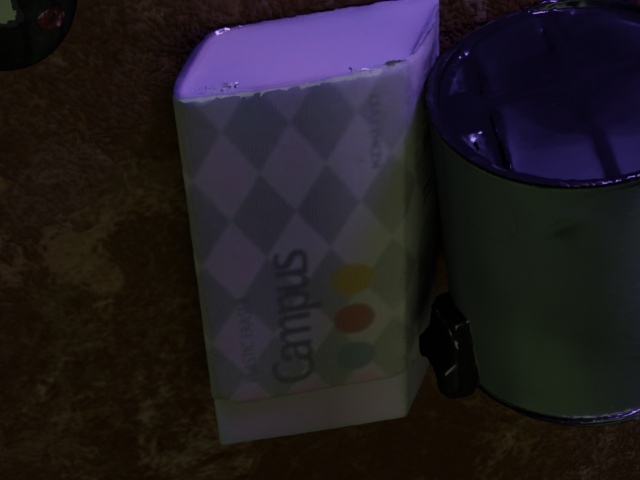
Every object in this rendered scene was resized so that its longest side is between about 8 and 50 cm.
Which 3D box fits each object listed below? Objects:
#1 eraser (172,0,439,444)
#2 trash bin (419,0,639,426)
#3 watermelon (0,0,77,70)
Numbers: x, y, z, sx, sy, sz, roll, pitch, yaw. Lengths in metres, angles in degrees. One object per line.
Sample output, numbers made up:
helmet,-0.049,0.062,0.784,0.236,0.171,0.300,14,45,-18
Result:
eraser,0.000,-0.001,1.328,0.213,0.082,0.396,-9,134,-5
trash bin,0.202,-0.020,1.269,0.277,0.217,0.262,-21,135,-10
watermelon,-0.214,-0.176,1.090,0.105,0.105,0.133,-6,144,-10
